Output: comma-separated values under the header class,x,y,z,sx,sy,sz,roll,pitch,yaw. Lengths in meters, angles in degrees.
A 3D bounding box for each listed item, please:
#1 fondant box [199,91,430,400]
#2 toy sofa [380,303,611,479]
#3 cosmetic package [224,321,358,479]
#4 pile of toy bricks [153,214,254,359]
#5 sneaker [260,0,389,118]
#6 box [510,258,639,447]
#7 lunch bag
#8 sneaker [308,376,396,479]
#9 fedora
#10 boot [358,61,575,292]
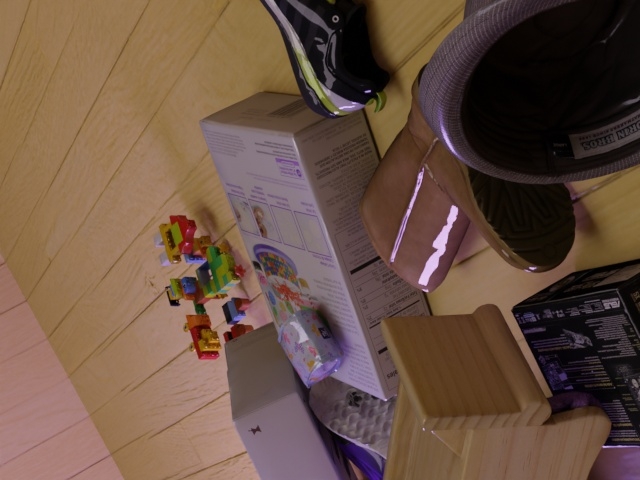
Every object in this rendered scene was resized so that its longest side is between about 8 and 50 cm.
class,x,y,z,sx,sy,sz,roll,pitch,yaw
fondant box,0.000,0.000,1.705,0.238,0.096,0.330,16,129,59
toy sofa,0.134,0.248,1.381,0.150,0.177,0.363,-112,24,-55
cosmetic package,-0.005,0.321,1.914,0.284,0.097,0.377,-103,-11,-73
pile of toy bricks,-0.148,0.057,2.094,0.105,0.118,0.212,-39,61,39
sneaker,0.007,-0.237,1.486,0.097,0.084,0.235,-17,102,42
box,0.268,0.099,1.279,0.147,0.077,0.180,64,157,-2
lunch bag,-0.010,0.120,1.673,0.071,0.053,0.083,56,166,17
sneaker,0.115,0.273,1.778,0.293,0.102,0.146,42,167,26
fedora,0.186,-0.156,1.054,0.275,0.243,0.124,89,175,-62
boot,0.135,-0.021,1.425,0.236,0.089,0.269,64,159,22
